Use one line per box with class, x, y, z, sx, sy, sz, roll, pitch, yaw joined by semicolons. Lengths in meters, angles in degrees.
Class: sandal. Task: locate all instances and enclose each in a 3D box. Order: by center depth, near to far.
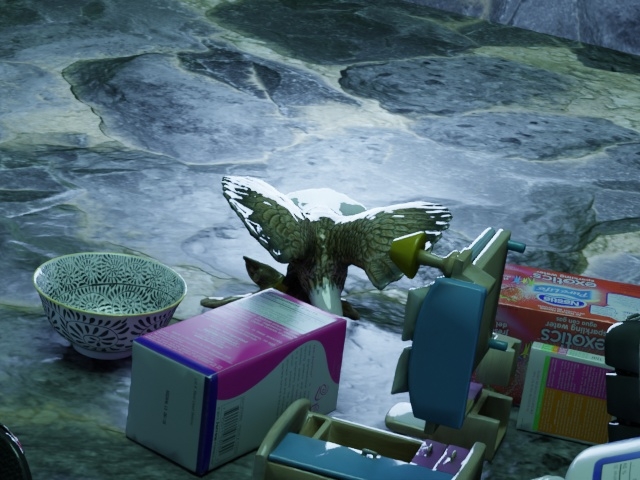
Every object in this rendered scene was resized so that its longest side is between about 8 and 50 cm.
sandal;-0.314;0.196;1.631;0.040;0.067;0.179;3;17;-43

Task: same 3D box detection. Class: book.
book;0.289;0.169;1.842;0.144;0.096;0.035;13;22;13

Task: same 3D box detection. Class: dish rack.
dish rack;0.387;0.157;1.775;0.074;0.208;0.271;6;14;44

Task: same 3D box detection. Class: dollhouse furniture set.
dollhouse furniture set;0.081;0.092;1.689;0.198;0.303;0.286;14;23;15

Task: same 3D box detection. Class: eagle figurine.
eagle figurine;0.005;0.009;1.946;0.226;0.298;0.225;-35;73;-22

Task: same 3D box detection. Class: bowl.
bowl;-0.236;0.081;1.915;0.170;0.080;0.170;6;22;-2

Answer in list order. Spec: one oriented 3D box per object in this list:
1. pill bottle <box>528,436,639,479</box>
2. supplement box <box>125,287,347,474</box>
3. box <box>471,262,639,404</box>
pill bottle;0.302;0.241;1.488;0.272;0.152;0.152;-16;9;29
supplement box;-0.084;0.140;1.776;0.114;0.111;0.220;22;25;34
box;0.281;0.115;1.937;0.257;0.122;0.128;10;21;6
